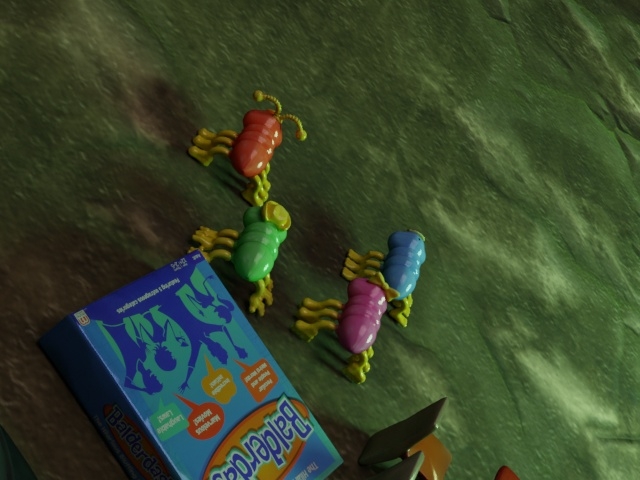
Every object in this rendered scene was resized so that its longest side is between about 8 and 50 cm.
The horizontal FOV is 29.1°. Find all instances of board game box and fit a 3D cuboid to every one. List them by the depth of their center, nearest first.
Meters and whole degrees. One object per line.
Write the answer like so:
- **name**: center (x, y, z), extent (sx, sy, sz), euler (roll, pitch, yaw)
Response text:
- **board game box**: center (-0.092, 0.124, 0.937), extent (0.210, 0.047, 0.160), euler (55, 35, 2)

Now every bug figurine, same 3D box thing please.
- **bug figurine**: center (0.000, 0.000, 1.128), extent (0.279, 0.072, 0.216), euler (39, 38, -20)

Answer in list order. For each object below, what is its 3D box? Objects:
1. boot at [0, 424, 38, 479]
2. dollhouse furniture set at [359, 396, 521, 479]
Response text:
- **boot**: center (-0.150, 0.218, 0.760), extent (0.207, 0.094, 0.246), euler (37, 14, -48)
- **dollhouse furniture set**: center (0.139, 0.285, 0.984), extent (0.262, 0.135, 0.259), euler (48, 35, -8)
